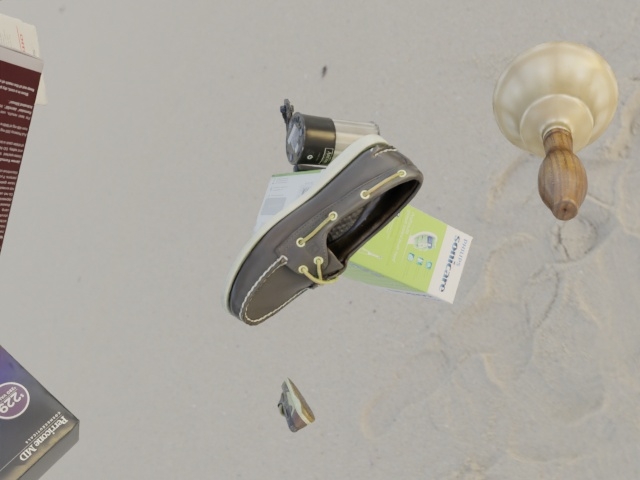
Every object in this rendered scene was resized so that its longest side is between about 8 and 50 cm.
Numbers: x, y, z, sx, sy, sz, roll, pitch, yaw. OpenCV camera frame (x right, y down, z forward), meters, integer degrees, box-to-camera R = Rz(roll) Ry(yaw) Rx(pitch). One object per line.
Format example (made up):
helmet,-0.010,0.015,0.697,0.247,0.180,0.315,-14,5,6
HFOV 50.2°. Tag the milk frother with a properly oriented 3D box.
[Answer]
milk frother,0.008,-0.177,1.125,0.129,0.134,0.143,135,133,-58

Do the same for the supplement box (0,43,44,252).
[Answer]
supplement box,-0.359,-0.074,0.646,0.130,0.073,0.239,17,97,20

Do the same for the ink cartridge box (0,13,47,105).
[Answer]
ink cartridge box,-0.383,-0.203,0.779,0.061,0.181,0.104,-5,100,2

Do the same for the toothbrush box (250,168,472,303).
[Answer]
toothbrush box,0.064,-0.004,1.099,0.206,0.283,0.122,4,72,60

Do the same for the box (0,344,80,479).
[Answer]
box,-0.411,0.230,0.699,0.261,0.184,0.103,-46,-4,-34

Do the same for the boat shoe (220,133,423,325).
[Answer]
boat shoe,0.000,0.000,0.647,0.228,0.081,0.068,-47,55,0

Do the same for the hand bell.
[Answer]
hand bell,0.214,-0.085,0.621,0.126,0.126,0.242,-25,21,29

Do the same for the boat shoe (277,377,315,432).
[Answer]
boat shoe,-0.053,0.288,1.201,0.049,0.056,0.152,-37,13,-5
